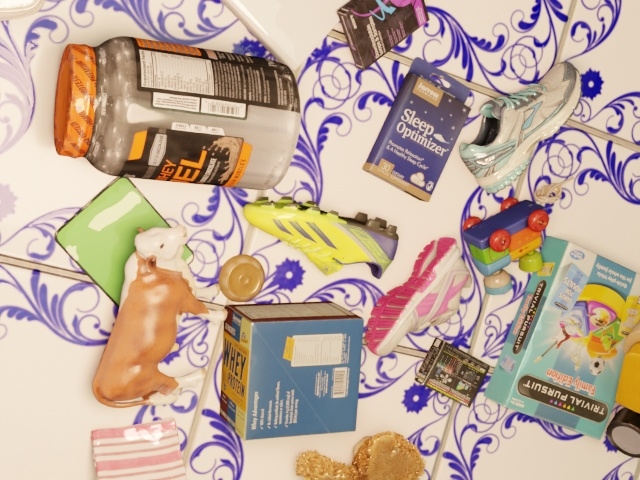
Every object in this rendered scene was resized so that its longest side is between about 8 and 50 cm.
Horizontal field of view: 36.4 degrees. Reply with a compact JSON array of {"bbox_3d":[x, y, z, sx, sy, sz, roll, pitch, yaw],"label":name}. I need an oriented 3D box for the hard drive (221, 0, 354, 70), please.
[{"bbox_3d":[-0.092,-0.480,1.555,0.353,0.047,0.233,44,80,-23],"label":"hard drive"}]

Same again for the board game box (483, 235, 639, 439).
[{"bbox_3d":[0.497,0.193,1.904,0.253,0.079,0.336,22,89,-25],"label":"board game box"}]

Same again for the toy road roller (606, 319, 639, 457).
[{"bbox_3d":[0.710,0.289,1.865,0.202,0.240,0.330,-40,138,-37],"label":"toy road roller"}]

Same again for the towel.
[{"bbox_3d":[-0.284,0.387,1.562,0.144,0.029,0.197,-5,60,-22],"label":"towel"}]

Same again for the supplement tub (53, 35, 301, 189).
[{"bbox_3d":[-0.216,-0.190,1.460,0.337,0.207,0.207,4,97,-23],"label":"supplement tub"}]

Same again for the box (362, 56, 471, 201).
[{"bbox_3d":[0.180,-0.198,1.726,0.136,0.036,0.225,25,87,-25],"label":"box"}]

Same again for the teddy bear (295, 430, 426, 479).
[{"bbox_3d":[0.035,0.472,1.748,0.245,0.113,0.338,24,96,-18],"label":"teddy bear"}]

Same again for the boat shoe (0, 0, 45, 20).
[{"bbox_3d":[-0.521,-0.366,1.359,0.277,0.096,0.098,4,96,-24],"label":"boat shoe"}]

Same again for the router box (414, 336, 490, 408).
[{"bbox_3d":[0.248,0.249,1.827,0.122,0.038,0.092,29,86,-24],"label":"router box"}]

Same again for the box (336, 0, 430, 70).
[{"bbox_3d":[0.108,-0.379,1.641,0.162,0.029,0.116,-39,133,-16],"label":"box"}]

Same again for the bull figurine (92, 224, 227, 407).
[{"bbox_3d":[-0.254,0.124,1.549,0.188,0.101,0.311,20,95,-33],"label":"bull figurine"}]

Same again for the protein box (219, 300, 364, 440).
[{"bbox_3d":[-0.051,0.214,1.637,0.201,0.136,0.200,0,99,-24],"label":"protein box"}]

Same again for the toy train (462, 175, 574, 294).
[{"bbox_3d":[0.392,-0.006,1.819,0.248,0.105,0.143,-26,118,-18],"label":"toy train"}]

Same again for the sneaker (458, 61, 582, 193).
[{"bbox_3d":[0.362,-0.226,1.762,0.122,0.110,0.283,41,81,-20],"label":"sneaker"}]

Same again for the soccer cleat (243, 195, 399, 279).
[{"bbox_3d":[0.001,0.000,1.651,0.289,0.093,0.121,12,100,-24],"label":"soccer cleat"}]

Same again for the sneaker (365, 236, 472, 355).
[{"bbox_3d":[0.187,0.118,1.744,0.252,0.103,0.111,-47,111,-9],"label":"sneaker"}]

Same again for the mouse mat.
[{"bbox_3d":[-0.312,0.010,1.562,0.152,0.007,0.190,-43,112,-11],"label":"mouse mat"}]

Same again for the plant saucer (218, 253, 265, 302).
[{"bbox_3d":[-0.131,0.066,1.645,0.083,0.015,0.084,-4,100,-23],"label":"plant saucer"}]
